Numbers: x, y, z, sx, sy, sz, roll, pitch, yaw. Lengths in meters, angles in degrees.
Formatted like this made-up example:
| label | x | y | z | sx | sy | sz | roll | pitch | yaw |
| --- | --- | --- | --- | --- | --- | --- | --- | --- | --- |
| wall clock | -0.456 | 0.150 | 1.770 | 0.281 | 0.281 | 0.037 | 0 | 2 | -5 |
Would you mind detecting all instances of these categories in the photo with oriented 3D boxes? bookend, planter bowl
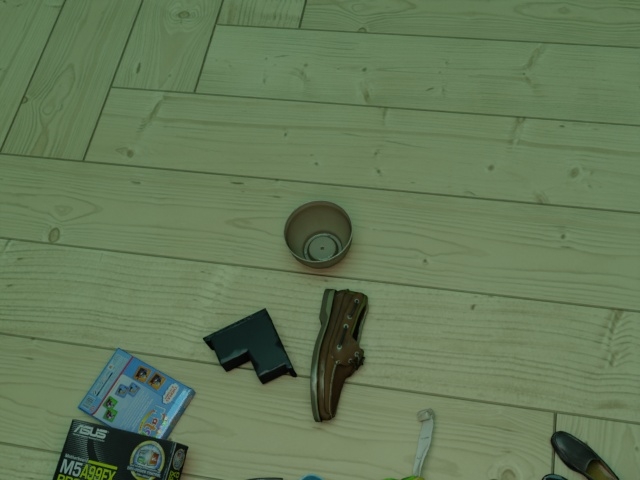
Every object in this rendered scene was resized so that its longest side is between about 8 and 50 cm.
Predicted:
| label | x | y | z | sx | sy | sz | roll | pitch | yaw |
| --- | --- | --- | --- | --- | --- | --- | --- | --- | --- |
| bookend | -0.156 | 0.259 | 1.720 | 0.156 | 0.072 | 0.157 | -26 | 63 | -5 |
| planter bowl | 0.000 | 0.000 | 1.813 | 0.161 | 0.109 | 0.162 | -3 | 63 | 6 |

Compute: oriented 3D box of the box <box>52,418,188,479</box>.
| label | x | y | z | sx | sy | sz | roll | pitch | yaw |
| --- | --- | --- | --- | --- | --- | --- | --- | --- | --- |
| box | -0.427 | 0.503 | 1.598 | 0.269 | 0.060 | 0.216 | 6 | 70 | 23 |

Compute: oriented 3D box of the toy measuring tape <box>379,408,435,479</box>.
| label | x | y | z | sx | sy | sz | roll | pitch | yaw |
| --- | --- | --- | --- | --- | --- | --- | --- | --- | --- |
| toy measuring tape | 0.146 | 0.473 | 1.536 | 0.121 | 0.121 | 0.330 | 10 | 58 | 13 |

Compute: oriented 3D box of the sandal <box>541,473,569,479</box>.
| label | x | y | z | sx | sy | sz | roll | pitch | yaw |
| --- | --- | --- | --- | --- | --- | --- | --- | --- | --- |
| sandal | 0.470 | 0.576 | 1.480 | 0.097 | 0.054 | 0.255 | -1 | 63 | 7 |

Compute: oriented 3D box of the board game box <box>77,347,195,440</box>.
| label | x | y | z | sx | sy | sz | roll | pitch | yaw |
| --- | --- | --- | --- | --- | --- | --- | --- | --- | --- |
| board game box | -0.410 | 0.356 | 1.723 | 0.211 | 0.039 | 0.160 | 24 | 69 | 20 |

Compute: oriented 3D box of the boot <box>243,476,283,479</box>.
| label | x | y | z | sx | sy | sz | roll | pitch | yaw |
| --- | --- | --- | --- | --- | --- | --- | --- | --- | --- |
| boot | -0.162 | 0.614 | 1.539 | 0.262 | 0.091 | 0.229 | -24 | 67 | 0 |

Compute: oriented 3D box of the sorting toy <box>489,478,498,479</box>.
| label | x | y | z | sx | sy | sz | roll | pitch | yaw |
| --- | --- | --- | --- | --- | --- | --- | --- | --- | --- |
| sorting toy | 0.316 | 0.571 | 1.468 | 0.192 | 0.038 | 0.208 | -21 | 39 | -20 |

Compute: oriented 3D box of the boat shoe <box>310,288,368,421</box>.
| label | x | y | z | sx | sy | sz | roll | pitch | yaw |
| --- | --- | --- | --- | --- | --- | --- | --- | --- | --- |
| boat shoe | 0.044 | 0.243 | 1.679 | 0.104 | 0.111 | 0.308 | 2 | 63 | 10 |

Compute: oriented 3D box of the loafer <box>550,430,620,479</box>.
| label | x | y | z | sx | sy | sz | roll | pitch | yaw |
| --- | --- | --- | --- | --- | --- | --- | --- | --- | --- |
| loafer | 0.534 | 0.441 | 1.538 | 0.062 | 0.061 | 0.170 | -43 | 65 | -13 |

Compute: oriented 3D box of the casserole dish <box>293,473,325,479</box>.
| label | x | y | z | sx | sy | sz | roll | pitch | yaw |
| --- | --- | --- | --- | --- | --- | --- | --- | --- | --- |
| casserole dish | 0.005 | 0.560 | 1.562 | 0.188 | 0.037 | 0.114 | 36 | 72 | 22 |
